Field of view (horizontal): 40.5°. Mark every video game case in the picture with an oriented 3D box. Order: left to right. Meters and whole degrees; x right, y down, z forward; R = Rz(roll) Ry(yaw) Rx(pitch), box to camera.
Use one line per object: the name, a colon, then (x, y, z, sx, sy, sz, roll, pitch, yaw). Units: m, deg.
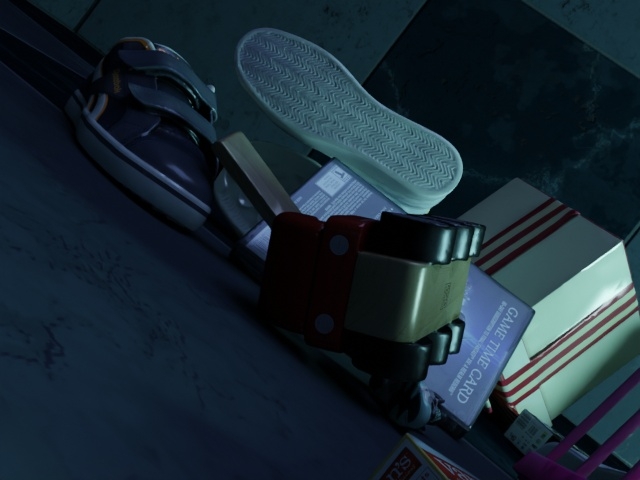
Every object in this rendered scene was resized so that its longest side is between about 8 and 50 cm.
video game case: (0.070, 0.045, 0.866, 0.274, 0.026, 0.196, 39, 44, 6)

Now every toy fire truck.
toy fire truck: (0.000, 0.000, 0.727, 0.247, 0.158, 0.217, 12, 5, 19)

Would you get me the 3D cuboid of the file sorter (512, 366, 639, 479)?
file sorter: (0.259, 0.151, 0.434, 0.202, 0.182, 0.290, 48, -4, 5)

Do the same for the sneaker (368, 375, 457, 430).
sneaker: (0.082, 0.131, 0.676, 0.069, 0.038, 0.098, 36, 4, -17)

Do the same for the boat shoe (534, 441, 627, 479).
boat shoe: (0.252, 0.231, 0.711, 0.076, 0.083, 0.226, 36, 3, -15)

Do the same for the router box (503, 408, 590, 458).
router box: (0.308, 0.280, 0.994, 0.133, 0.046, 0.179, 37, 3, -27)

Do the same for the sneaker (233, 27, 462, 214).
sneaker: (0.017, -0.120, 1.029, 0.293, 0.108, 0.169, 37, -16, 4)

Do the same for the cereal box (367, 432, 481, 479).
cereal box: (0.126, 0.182, 0.318, 0.173, 0.047, 0.240, 38, 1, -31)

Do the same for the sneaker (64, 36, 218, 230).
sneaker: (-0.168, -0.125, 0.865, 0.126, 0.127, 0.321, 37, 4, -37)

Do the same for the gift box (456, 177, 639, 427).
gift box: (0.274, 0.117, 1.198, 0.255, 0.258, 0.276, 42, -17, 56)

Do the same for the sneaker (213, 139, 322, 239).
sneaker: (0.017, 0.017, 1.060, 0.323, 0.130, 0.236, 33, -8, 7)
